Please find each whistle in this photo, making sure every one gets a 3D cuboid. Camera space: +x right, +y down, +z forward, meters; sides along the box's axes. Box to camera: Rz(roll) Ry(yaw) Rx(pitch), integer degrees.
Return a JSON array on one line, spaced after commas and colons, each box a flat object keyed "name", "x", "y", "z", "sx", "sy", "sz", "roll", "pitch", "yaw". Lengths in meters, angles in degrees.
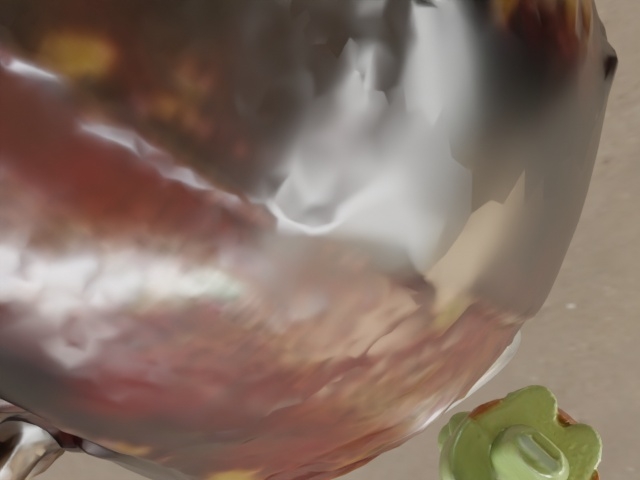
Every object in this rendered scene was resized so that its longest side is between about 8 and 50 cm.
[{"name": "whistle", "x": 0.152, "y": 0.174, "z": 1.516, "sx": 0.131, "sy": 0.288, "sz": 0.106, "roll": 42, "pitch": 79, "yaw": 7}]

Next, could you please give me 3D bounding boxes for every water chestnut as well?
[{"name": "water chestnut", "x": -0.075, "y": -0.032, "z": 0.484, "sx": 0.300, "sy": 0.300, "sz": 0.300, "roll": 1, "pitch": 87, "yaw": -13}]

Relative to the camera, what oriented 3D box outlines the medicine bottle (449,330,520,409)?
[{"name": "medicine bottle", "x": 0.000, "y": 0.000, "z": 0.824, "sx": 0.105, "sy": 0.105, "sz": 0.168, "roll": -33, "pitch": 92, "yaw": -12}]
